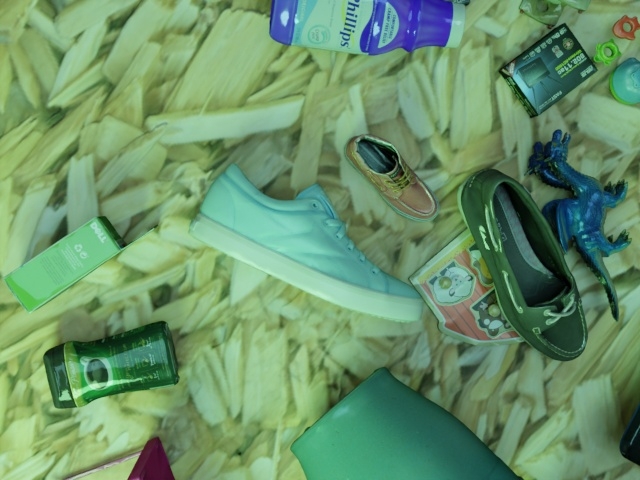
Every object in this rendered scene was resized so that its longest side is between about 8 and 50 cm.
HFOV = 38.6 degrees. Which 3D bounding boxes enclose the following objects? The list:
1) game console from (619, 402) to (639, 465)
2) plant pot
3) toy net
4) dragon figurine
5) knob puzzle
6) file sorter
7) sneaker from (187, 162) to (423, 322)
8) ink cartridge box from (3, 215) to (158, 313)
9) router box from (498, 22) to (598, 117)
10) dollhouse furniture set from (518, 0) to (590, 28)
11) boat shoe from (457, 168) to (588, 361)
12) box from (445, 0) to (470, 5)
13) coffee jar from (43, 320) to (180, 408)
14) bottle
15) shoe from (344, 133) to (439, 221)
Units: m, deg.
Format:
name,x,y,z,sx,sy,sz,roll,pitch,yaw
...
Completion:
name,x,y,z,sx,sy,sz,roll,pitch,yaw
game console,0.630,0.256,1.374,0.250,0.173,0.293,31,87,-40
plant pot,0.103,0.331,1.297,0.271,0.272,0.255,-40,79,-4
toy net,0.529,-0.325,1.425,0.232,0.045,0.122,-44,93,-5
dragon figurine,0.388,-0.022,1.393,0.143,0.085,0.289,-1,91,-6
knob puzzle,0.260,0.079,1.410,0.213,0.030,0.213,0,91,-7
file sorter,-0.271,0.465,1.278,0.182,0.202,0.291,-20,93,-2
sneaker,0.000,0.000,1.328,0.365,0.135,0.150,24,92,-7
ink cartridge box,-0.337,0.016,1.304,0.209,0.109,0.062,-35,95,-4
router box,0.350,-0.261,1.407,0.122,0.038,0.092,-37,95,-4
dollhouse furniture set,0.315,-0.422,1.354,0.183,0.129,0.129,26,89,-7
boat shoe,0.312,0.046,1.356,0.112,0.095,0.335,-34,101,-13
box,0.184,-0.390,1.396,0.083,0.018,0.067,-8,92,-6
coffee jar,-0.303,0.181,1.326,0.184,0.079,0.096,-12,96,-7
bottle,0.068,-0.332,1.340,0.282,0.092,0.118,7,124,-7
shoe,0.111,-0.092,1.364,0.178,0.081,0.063,41,87,-6
